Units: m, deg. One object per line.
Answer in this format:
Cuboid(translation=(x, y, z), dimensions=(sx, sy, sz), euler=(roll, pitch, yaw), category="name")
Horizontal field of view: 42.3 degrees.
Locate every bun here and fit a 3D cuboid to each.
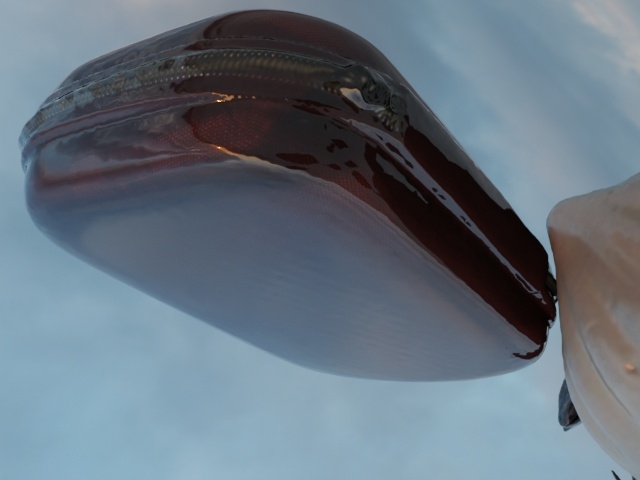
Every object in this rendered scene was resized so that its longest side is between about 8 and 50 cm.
Cuboid(translation=(0.239, 0.024, 0.569), dimensions=(0.175, 0.263, 0.263), euler=(35, -156, 25), category="bun")

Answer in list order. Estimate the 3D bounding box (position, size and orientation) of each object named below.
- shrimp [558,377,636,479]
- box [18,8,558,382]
Cuboid(translation=(0.366, 0.205, 0.900), dimensions=(0.272, 0.445, 0.085), euler=(38, 174, 27), category="shrimp")
Cuboid(translation=(0.000, 0.000, 0.565), dimensions=(0.404, 0.263, 0.108), euler=(38, -128, -49), category="box")
